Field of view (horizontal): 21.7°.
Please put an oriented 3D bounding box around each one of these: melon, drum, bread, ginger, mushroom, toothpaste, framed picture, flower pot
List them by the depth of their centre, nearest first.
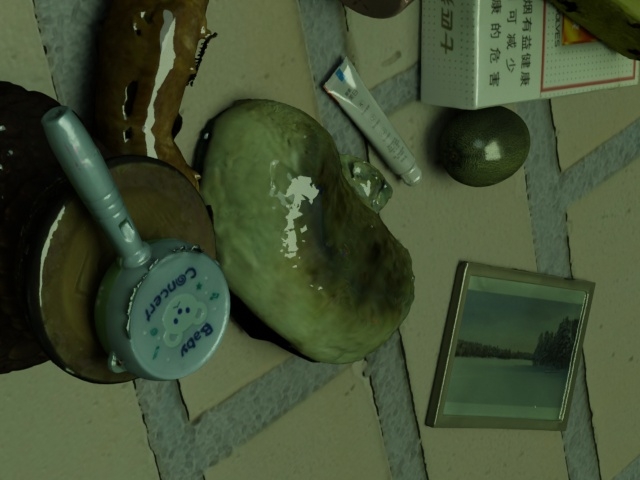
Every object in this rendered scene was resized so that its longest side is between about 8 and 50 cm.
[{"bbox_3d":[-0.139,-0.005,1.331,0.130,0.049,0.253,-30,120,-36],"label":"drum"},{"bbox_3d":[-0.245,0.003,1.453,0.266,0.267,0.267,-15,111,-44],"label":"flower pot"},{"bbox_3d":[-0.159,-0.148,1.623,0.133,0.107,0.309,-2,98,-31],"label":"ginger"},{"bbox_3d":[0.001,0.000,1.807,0.247,0.130,0.344,-45,129,-24],"label":"mushroom"},{"bbox_3d":[0.063,-0.130,1.911,0.048,0.031,0.190,-54,129,-18],"label":"toothpaste"},{"bbox_3d":[0.316,-0.297,1.916,0.361,0.138,0.077,23,84,-45],"label":"bread"},{"bbox_3d":[0.198,-0.114,2.003,0.130,0.098,0.098,-15,110,-43],"label":"melon"},{"bbox_3d":[0.254,0.144,2.184,0.289,0.016,0.213,9,93,-47],"label":"framed picture"}]

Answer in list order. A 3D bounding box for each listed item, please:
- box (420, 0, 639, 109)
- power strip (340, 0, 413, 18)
[{"bbox_3d":[0.262,-0.279,2.029,0.330,0.095,0.210,-12,107,-42],"label":"box"},{"bbox_3d":[0.055,-0.317,1.768,0.078,0.154,0.154,-44,128,-26],"label":"power strip"}]
